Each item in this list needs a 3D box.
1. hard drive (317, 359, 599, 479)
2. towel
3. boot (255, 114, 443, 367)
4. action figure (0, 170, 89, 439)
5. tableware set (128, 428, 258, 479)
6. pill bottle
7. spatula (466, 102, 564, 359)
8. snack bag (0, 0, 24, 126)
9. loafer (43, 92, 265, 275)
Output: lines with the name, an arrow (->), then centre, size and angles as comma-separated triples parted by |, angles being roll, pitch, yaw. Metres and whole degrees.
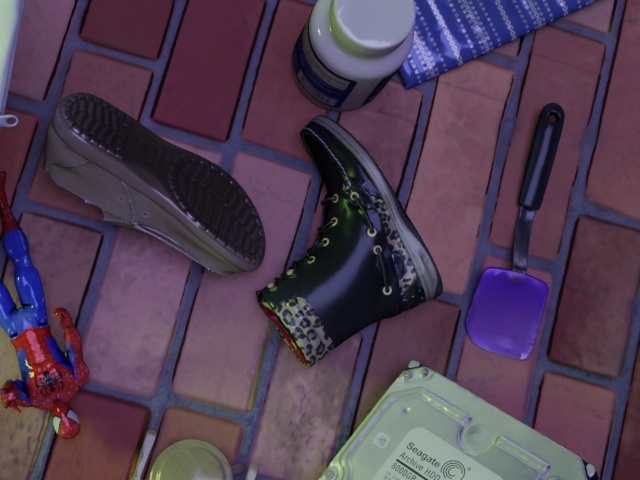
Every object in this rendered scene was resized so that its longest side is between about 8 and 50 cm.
hard drive -> 0.087, 0.307, 1.204 | 0.237, 0.064, 0.339 | 30, 70, 32
towel -> 0.191, -0.350, 1.425 | 0.336, 0.040, 0.243 | -26, 88, -12
boot -> 0.001, 0.001, 1.298 | 0.179, 0.085, 0.236 | -32, 88, -12
action figure -> -0.300, 0.068, 1.206 | 0.091, 0.139, 0.280 | -23, 88, -13
tableware set -> -0.148, 0.300, 1.242 | 0.128, 0.039, 0.194 | 18, 71, 4
pill bottle -> 0.038, -0.214, 1.288 | 0.112, 0.187, 0.112 | 2, 80, -11
spatula -> 0.232, -0.017, 1.372 | 0.084, 0.030, 0.296 | 15, 78, -6
snack bag -> -0.428, -0.152, 1.127 | 0.323, 0.037, 0.342 | 24, 115, 12
loafer -> -0.175, -0.049, 1.271 | 0.268, 0.092, 0.102 | 38, 41, -17
